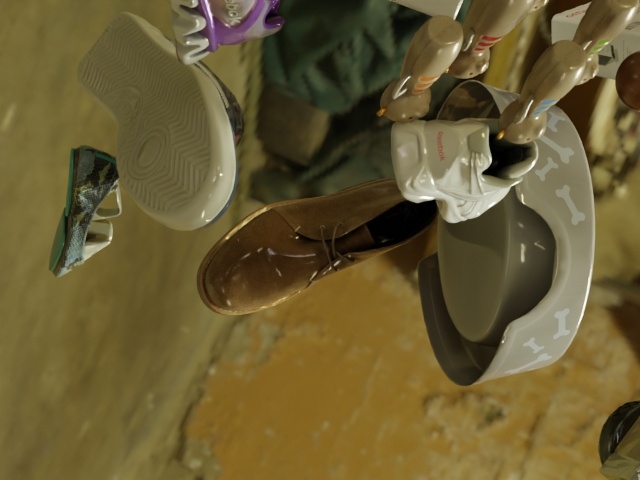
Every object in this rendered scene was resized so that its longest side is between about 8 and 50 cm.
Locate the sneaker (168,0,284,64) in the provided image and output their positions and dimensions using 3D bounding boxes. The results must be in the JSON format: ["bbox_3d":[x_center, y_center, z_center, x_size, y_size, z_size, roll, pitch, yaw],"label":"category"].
[{"bbox_3d":[-0.072,-0.229,1.133,0.236,0.104,0.095,89,-4,-63],"label":"sneaker"}]

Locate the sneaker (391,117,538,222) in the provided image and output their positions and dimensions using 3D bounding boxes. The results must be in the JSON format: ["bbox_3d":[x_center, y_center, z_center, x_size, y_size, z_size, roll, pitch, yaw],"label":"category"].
[{"bbox_3d":[0.154,-0.068,1.357,0.232,0.115,0.090,1,83,-66],"label":"sneaker"}]

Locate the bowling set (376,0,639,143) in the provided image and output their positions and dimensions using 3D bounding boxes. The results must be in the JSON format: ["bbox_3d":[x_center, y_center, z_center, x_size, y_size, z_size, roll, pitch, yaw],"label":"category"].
[{"bbox_3d":[0.199,-0.151,1.283,0.287,0.200,0.154,-41,170,-30],"label":"bowling set"}]

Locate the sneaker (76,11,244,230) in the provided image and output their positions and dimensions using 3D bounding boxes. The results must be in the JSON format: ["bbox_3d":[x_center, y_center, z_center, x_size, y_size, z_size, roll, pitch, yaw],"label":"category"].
[{"bbox_3d":[-0.125,-0.105,1.434,0.131,0.148,0.350,-46,-143,13],"label":"sneaker"}]

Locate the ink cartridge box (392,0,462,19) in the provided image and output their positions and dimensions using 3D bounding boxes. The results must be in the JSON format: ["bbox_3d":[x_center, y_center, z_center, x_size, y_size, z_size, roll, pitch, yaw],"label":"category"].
[{"bbox_3d":[0.069,-0.361,1.578,0.171,0.232,0.168,-70,180,-72],"label":"ink cartridge box"}]

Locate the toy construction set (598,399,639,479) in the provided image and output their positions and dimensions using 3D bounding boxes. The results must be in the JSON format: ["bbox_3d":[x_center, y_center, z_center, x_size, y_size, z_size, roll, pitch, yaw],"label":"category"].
[{"bbox_3d":[0.257,0.130,0.756,0.328,0.215,0.151,-53,-169,-27],"label":"toy construction set"}]

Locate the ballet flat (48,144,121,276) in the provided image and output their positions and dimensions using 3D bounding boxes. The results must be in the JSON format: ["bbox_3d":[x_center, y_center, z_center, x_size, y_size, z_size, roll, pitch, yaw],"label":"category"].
[{"bbox_3d":[-0.245,-0.023,1.533,0.070,0.070,0.188,-58,175,-41],"label":"ballet flat"}]

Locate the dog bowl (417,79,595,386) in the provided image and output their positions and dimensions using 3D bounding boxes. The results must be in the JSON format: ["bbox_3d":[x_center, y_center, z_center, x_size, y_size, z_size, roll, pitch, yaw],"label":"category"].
[{"bbox_3d":[0.208,-0.007,1.666,0.349,0.102,0.349,-179,-90,-76],"label":"dog bowl"}]

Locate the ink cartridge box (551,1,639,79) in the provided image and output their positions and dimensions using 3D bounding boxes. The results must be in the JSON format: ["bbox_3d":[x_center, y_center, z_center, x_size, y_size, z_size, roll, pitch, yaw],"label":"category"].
[{"bbox_3d":[0.323,-0.208,1.518,0.099,0.135,0.056,-23,120,-34],"label":"ink cartridge box"}]

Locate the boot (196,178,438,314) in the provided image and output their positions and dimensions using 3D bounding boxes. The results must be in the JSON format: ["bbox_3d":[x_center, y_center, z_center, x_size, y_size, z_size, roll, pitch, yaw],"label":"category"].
[{"bbox_3d":[0.000,0.000,1.699,0.305,0.112,0.115,-24,-169,-21],"label":"boot"}]
